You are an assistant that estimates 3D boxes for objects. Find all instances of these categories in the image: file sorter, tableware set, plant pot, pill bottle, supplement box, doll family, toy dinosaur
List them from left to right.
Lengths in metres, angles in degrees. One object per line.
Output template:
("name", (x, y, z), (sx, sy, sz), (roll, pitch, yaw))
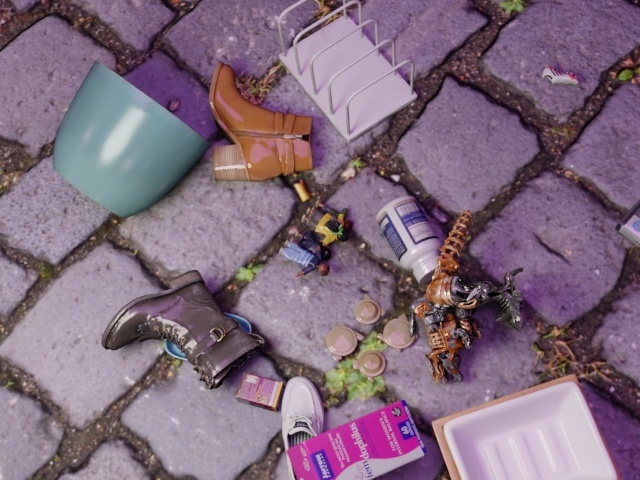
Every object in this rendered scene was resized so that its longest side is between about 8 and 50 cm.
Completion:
("plant pot", (-0.411, -0.190, 1.993), (0.293, 0.293, 0.235), (35, 90, 16))
("supplement box", (-0.118, 0.298, 1.886), (0.083, 0.043, 0.055), (14, 69, 9))
("doll family", (0.000, 0.000, 1.996), (0.111, 0.076, 0.193), (31, 77, 10))
("file sorter", (0.056, -0.398, 2.106), (0.193, 0.173, 0.278), (-34, 70, -10))
("supplement box", (0.066, 0.388, 1.759), (0.220, 0.114, 0.111), (-19, 78, -23))
("tableware set", (0.100, 0.195, 1.932), (0.141, 0.020, 0.168), (41, 73, 16))
("pill bottle", (0.192, 0.001, 1.969), (0.094, 0.094, 0.169), (-25, 68, -7))
("toy dinosaur", (0.280, 0.115, 1.862), (0.218, 0.164, 0.322), (3, 111, 9))

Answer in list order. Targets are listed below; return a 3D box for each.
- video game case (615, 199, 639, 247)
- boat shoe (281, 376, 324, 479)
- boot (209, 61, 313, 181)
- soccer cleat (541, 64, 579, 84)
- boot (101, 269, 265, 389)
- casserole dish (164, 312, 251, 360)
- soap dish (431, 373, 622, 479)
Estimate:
("video game case", (0.796, -0.044, 1.986), (0.248, 0.035, 0.275), (41, 75, 18))
("boat shoe", (-0.031, 0.364, 1.835), (0.083, 0.076, 0.226), (-8, 67, 0))
("boot", (-0.127, -0.265, 2.091), (0.220, 0.109, 0.283), (-6, 69, 2))
("soccer cleat", (0.535, -0.361, 2.143), (0.083, 0.029, 0.036), (28, 80, 17))
("boot", (-0.269, 0.198, 1.873), (0.263, 0.091, 0.229), (-34, 69, -13))
("casserole dish", (-0.225, 0.199, 1.939), (0.188, 0.037, 0.114), (12, 68, 7))
("soap dish", (0.377, 0.402, 1.774), (0.290, 0.118, 0.229), (-18, 67, -4))
